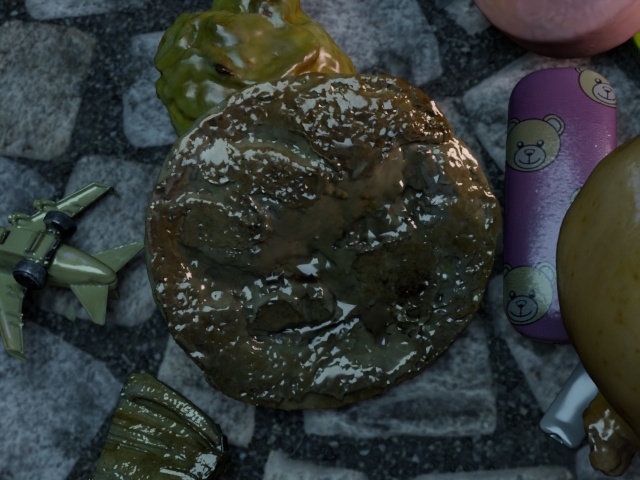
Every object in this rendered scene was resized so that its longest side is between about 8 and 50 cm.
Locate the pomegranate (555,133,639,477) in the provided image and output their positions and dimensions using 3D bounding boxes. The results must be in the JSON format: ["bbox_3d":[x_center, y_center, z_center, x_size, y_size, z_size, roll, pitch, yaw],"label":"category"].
[{"bbox_3d":[0.397,0.074,1.178,0.411,0.411,0.412,-3,72,9],"label":"pomegranate"}]

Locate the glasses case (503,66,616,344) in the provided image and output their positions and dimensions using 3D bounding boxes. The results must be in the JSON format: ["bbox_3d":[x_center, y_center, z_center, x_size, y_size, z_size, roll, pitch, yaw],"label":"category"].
[{"bbox_3d":[0.264,-0.042,1.404,0.123,0.076,0.316,1,73,10],"label":"glasses case"}]

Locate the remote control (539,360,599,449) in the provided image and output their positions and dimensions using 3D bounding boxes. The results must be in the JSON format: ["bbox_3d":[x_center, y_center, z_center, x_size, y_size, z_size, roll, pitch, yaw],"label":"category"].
[{"bbox_3d":[0.302,0.136,1.366,0.050,0.027,0.184,32,81,20],"label":"remote control"}]

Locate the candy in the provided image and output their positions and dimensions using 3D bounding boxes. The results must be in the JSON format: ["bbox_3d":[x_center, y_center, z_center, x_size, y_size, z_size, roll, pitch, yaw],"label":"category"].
[{"bbox_3d":[0.288,-0.336,1.446,0.255,0.094,0.255,-8,75,31],"label":"candy"}]

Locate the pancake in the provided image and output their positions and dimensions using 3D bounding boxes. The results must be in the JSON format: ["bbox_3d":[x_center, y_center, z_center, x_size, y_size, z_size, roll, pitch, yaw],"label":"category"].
[{"bbox_3d":[-0.001,0.001,1.365,0.386,0.082,0.387,-1,104,-2],"label":"pancake"}]

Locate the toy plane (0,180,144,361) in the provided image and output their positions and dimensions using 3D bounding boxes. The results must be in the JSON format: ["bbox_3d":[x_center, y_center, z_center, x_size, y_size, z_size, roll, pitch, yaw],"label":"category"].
[{"bbox_3d":[-0.342,0.018,1.490,0.256,0.104,0.242,18,62,9],"label":"toy plane"}]

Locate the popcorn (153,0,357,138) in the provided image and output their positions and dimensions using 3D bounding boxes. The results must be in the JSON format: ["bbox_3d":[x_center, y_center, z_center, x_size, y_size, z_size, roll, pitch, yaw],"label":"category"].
[{"bbox_3d":[-0.075,-0.186,1.450,0.233,0.192,0.266,-2,89,4],"label":"popcorn"}]

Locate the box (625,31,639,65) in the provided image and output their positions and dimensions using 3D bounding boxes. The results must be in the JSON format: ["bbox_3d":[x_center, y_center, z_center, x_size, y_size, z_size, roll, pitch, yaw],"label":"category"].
[{"bbox_3d":[0.491,-0.161,1.418,0.187,0.047,0.335,-28,71,0],"label":"box"}]

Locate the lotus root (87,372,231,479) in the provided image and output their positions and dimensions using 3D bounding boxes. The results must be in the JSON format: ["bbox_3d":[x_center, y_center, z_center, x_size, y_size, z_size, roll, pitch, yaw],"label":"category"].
[{"bbox_3d":[-0.168,0.235,1.399,0.144,0.070,0.143,19,71,20],"label":"lotus root"}]
